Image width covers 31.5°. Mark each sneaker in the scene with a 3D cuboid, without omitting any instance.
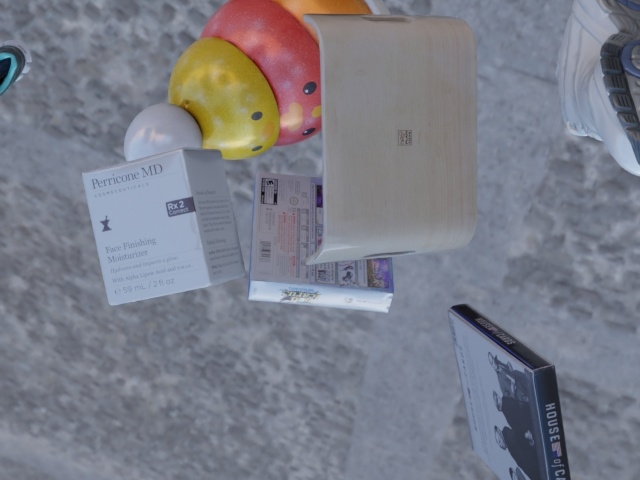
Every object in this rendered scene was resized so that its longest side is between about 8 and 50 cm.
[{"bbox_3d":[0.271,-0.132,1.008,0.111,0.297,0.129,16,124,-4],"label":"sneaker"},{"bbox_3d":[-0.444,-0.193,1.461,0.065,0.166,0.076,42,-179,-15],"label":"sneaker"}]

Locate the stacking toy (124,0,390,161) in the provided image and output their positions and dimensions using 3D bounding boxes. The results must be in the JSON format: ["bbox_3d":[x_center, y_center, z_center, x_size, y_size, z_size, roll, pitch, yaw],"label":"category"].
[{"bbox_3d":[-0.128,-0.241,1.859,0.351,0.480,0.350,34,148,25],"label":"stacking toy"}]

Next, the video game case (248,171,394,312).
[{"bbox_3d":[0.000,0.000,1.996,0.244,0.269,0.061,5,136,-5],"label":"video game case"}]

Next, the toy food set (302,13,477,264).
[{"bbox_3d":[0.079,-0.128,1.405,0.220,0.306,0.092,-4,-174,-28],"label":"toy food set"}]

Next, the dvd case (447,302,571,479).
[{"bbox_3d":[0.197,0.179,1.185,0.030,0.239,0.179,-13,104,-9],"label":"dvd case"}]

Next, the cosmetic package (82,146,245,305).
[{"bbox_3d":[-0.208,-0.021,1.533,0.151,0.151,0.183,-12,91,15],"label":"cosmetic package"}]
